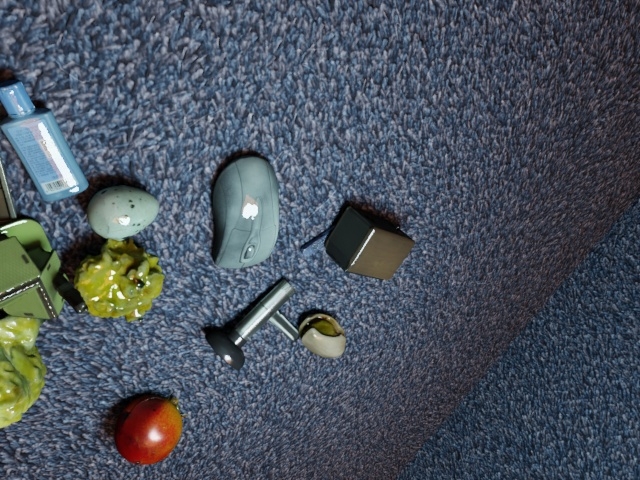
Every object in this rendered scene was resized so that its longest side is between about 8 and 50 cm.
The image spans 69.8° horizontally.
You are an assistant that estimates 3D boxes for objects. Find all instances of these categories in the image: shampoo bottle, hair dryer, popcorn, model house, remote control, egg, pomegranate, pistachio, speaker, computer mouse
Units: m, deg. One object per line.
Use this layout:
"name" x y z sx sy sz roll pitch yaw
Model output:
"shampoo bottle" -0.601 -0.210 0.980 0.104 0.061 0.258 -22 129 -16
"hair dryer" -0.177 0.321 1.540 0.320 0.156 0.284 -37 122 -15
"popcorn" -0.813 0.331 1.099 0.237 0.292 0.292 -7 126 -5
"model house" -0.648 0.110 0.991 0.218 0.279 0.204 -32 135 -34
"remote control" 0.001 0.001 1.508 0.153 0.027 0.043 -32 125 -10
"egg" -0.472 -0.067 1.108 0.164 0.131 0.131 -11 125 -29
"pomegranate" -0.540 0.598 1.474 0.235 0.210 0.210 -32 141 -54
"pistachio" 0.007 0.350 1.672 0.153 0.137 0.237 -29 137 4
"popcorn" -0.506 0.102 1.168 0.218 0.169 0.189 11 113 -53
"speaker" 0.160 0.011 1.508 0.231 0.153 0.192 15 113 -44
"computer mouse" -0.205 -0.052 1.293 0.189 0.122 0.370 -6 126 -27

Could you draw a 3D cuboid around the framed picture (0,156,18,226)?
"framed picture" -0.779 -0.146 0.948 0.213 0.016 0.288 -10 125 -25
